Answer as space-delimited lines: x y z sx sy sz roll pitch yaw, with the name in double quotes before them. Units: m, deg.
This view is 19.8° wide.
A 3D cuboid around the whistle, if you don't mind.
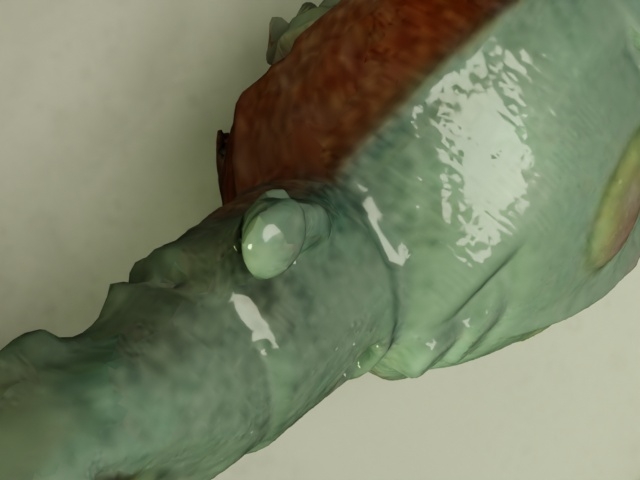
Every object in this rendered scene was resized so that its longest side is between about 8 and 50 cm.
"whistle" -0.001 0.000 0.529 0.346 0.142 0.134 -37 100 -38
